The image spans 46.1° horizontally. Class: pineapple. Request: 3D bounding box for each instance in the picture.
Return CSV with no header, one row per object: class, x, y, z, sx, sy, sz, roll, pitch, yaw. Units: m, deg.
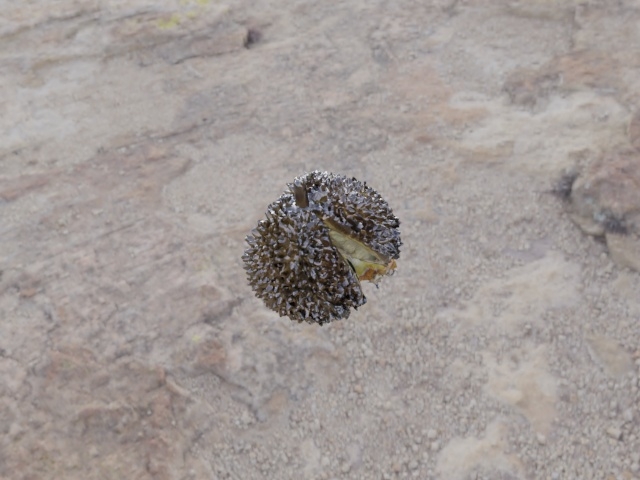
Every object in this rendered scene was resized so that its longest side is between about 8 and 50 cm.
pineapple,0.056,0.010,1.084,0.069,0.116,0.137,-28,16,0

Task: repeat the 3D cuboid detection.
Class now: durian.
durian,0.000,0.000,0.868,0.166,0.196,0.196,6,44,25
